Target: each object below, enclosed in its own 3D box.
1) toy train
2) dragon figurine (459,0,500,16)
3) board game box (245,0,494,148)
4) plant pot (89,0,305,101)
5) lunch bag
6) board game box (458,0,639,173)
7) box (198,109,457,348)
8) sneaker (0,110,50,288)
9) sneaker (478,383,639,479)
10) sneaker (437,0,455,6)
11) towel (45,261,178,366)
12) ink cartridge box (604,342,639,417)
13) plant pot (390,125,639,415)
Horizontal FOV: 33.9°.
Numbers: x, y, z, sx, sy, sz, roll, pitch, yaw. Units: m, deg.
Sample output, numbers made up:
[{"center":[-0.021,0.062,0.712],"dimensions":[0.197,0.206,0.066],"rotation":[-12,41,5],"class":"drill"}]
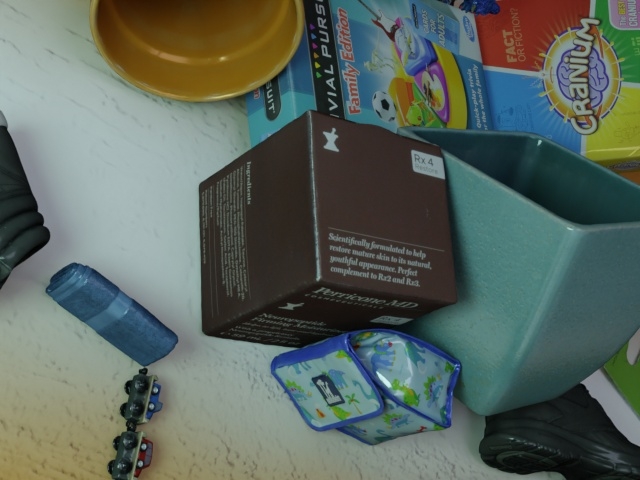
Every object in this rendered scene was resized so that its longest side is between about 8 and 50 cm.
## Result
[{"center":[-0.167,0.191,0.937],"dimensions":[0.036,0.027,0.158],"rotation":[26,59,-33],"class":"toy train"},{"center":[0.086,-0.341,1.205],"dimensions":[0.289,0.144,0.085],"rotation":[16,108,-26],"class":"dragon figurine"},{"center":[0.063,-0.176,1.218],"dimensions":[0.336,0.079,0.254],"rotation":[7,68,-42],"class":"board game box"},{"center":[-0.125,-0.278,1.058],"dimensions":[0.205,0.205,0.188],"rotation":[21,45,-31],"class":"plant pot"},{"center":[0.043,0.142,1.058],"dimensions":[0.151,0.128,0.096],"rotation":[32,55,-27],"class":"lunch bag"},{"center":[0.349,-0.203,1.364],"dimensions":[0.316,0.064,0.242],"rotation":[-6,73,0],"class":"board game box"},{"center":[0.000,0.000,1.030],"dimensions":[0.168,0.203,0.167],"rotation":[11,66,-34],"class":"box"},{"center":[-0.335,0.003,0.822],"dimensions":[0.295,0.104,0.147],"rotation":[-32,89,-46],"class":"sneaker"},{"center":[0.311,0.228,1.262],"dimensions":[0.286,0.109,0.130],"rotation":[25,52,-32],"class":"sneaker"},{"center":[0.113,-0.340,1.337],"dimensions":[0.216,0.079,0.121],"rotation":[-14,82,-42],"class":"sneaker"},{"center":[-0.186,0.065,0.944],"dimensions":[0.119,0.067,0.029],"rotation":[41,54,-19],"class":"towel"},{"center":[0.522,0.200,1.444],"dimensions":[0.255,0.097,0.189],"rotation":[50,50,-13],"class":"ink cartridge box"},{"center":[0.208,0.041,1.131],"dimensions":[0.247,0.247,0.252],"rotation":[-4,119,-43],"class":"plant pot"}]
